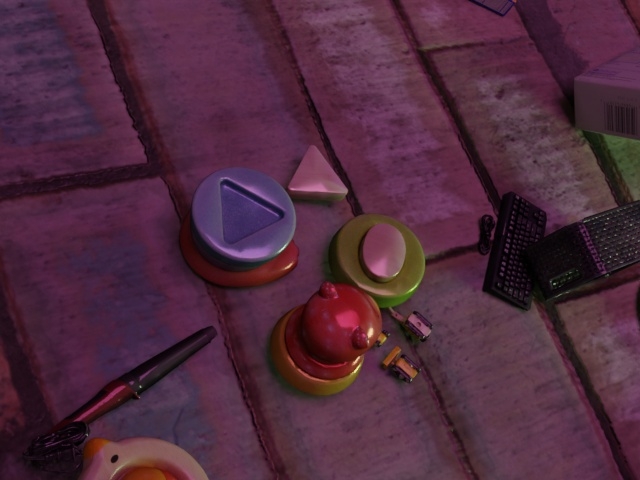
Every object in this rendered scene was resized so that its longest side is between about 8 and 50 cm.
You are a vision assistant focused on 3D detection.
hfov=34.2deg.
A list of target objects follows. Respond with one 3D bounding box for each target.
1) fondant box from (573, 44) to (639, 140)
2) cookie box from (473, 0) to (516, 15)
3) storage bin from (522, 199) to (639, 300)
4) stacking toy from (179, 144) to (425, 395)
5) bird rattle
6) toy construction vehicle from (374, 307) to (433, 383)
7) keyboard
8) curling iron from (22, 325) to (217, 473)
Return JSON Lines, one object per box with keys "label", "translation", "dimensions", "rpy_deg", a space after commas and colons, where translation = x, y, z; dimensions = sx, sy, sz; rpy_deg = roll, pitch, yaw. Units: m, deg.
{"label": "fondant box", "translation": [0.608, -0.257, 1.699], "dimensions": [0.330, 0.238, 0.096], "rpy_deg": [-29, 122, -34]}
{"label": "cookie box", "translation": [0.278, -0.442, 1.751], "dimensions": [0.107, 0.040, 0.091], "rpy_deg": [22, 56, -16]}
{"label": "storage bin", "translation": [0.399, 0.013, 1.510], "dimensions": [0.180, 0.122, 0.084], "rpy_deg": [-17, 78, -38]}
{"label": "stacking toy", "translation": [0.000, 0.000, 1.304], "dimensions": [0.309, 0.130, 0.279], "rpy_deg": [45, 58, 8]}
{"label": "bird rattle", "translation": [-0.170, 0.304, 1.074], "dimensions": [0.254, 0.143, 0.206], "rpy_deg": [12, 59, -24]}
{"label": "toy construction vehicle", "translation": [0.100, 0.130, 1.372], "dimensions": [0.098, 0.035, 0.086], "rpy_deg": [40, 65, 1]}
{"label": "keyboard", "translation": [0.279, 0.008, 1.527], "dimensions": [0.108, 0.023, 0.180], "rpy_deg": [26, 55, -12]}
{"label": "curling iron", "translation": [-0.216, 0.176, 1.178], "dimensions": [0.068, 0.035, 0.274], "rpy_deg": [17, 38, 36]}
